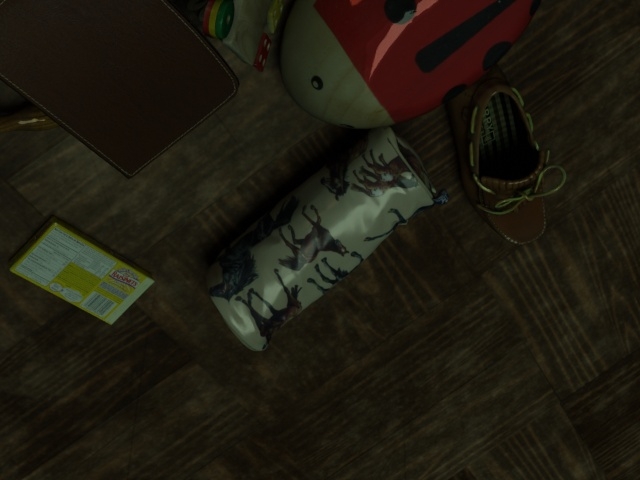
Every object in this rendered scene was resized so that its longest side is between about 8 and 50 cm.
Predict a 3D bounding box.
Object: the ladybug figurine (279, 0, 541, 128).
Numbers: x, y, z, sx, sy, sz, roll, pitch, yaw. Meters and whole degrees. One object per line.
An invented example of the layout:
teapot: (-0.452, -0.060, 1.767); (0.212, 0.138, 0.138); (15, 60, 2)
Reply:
ladybug figurine: (0.152, -0.319, 1.497); (0.449, 0.162, 0.305); (-40, 132, 7)

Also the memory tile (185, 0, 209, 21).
memory tile: (-0.137, -0.347, 1.385); (0.113, 0.012, 0.148); (-38, 165, 4)

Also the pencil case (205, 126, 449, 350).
pencil case: (0.000, 0.000, 1.673); (0.410, 0.160, 0.183); (-40, 133, 7)

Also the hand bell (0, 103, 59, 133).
hand bell: (-0.433, -0.152, 1.402); (0.242, 0.126, 0.126); (-17, 132, -31)

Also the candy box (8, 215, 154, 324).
candy box: (-0.364, 0.049, 1.623); (0.105, 0.027, 0.206); (-45, 132, 9)

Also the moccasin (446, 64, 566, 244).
moccasin: (0.309, -0.127, 1.734); (0.139, 0.147, 0.380); (-25, 132, -7)

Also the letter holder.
letter holder: (-0.271, -0.261, 1.321); (0.214, 0.152, 0.302); (-35, 133, 15)

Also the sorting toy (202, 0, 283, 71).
sorting toy: (-0.102, -0.305, 1.361); (0.046, 0.274, 0.132); (16, 91, 9)
